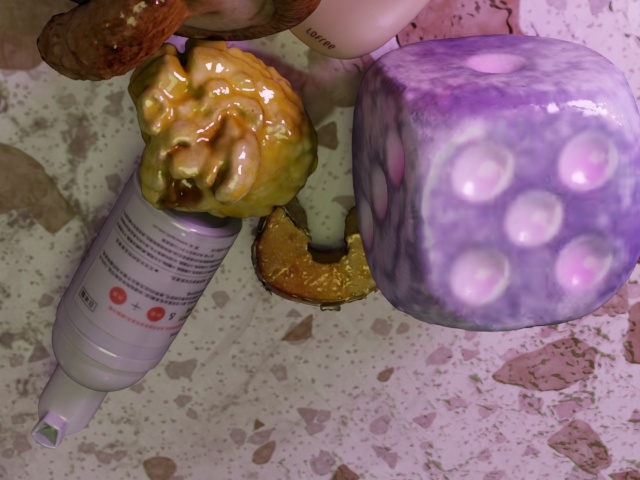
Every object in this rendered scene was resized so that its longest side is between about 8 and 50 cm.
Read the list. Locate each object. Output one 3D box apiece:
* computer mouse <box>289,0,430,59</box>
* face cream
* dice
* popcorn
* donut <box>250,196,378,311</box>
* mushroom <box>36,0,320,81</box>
[{"bbox_3d":[0.058,-0.299,1.978,0.145,0.082,0.236,36,113,-23],"label":"computer mouse"},{"bbox_3d":[-0.241,0.088,2.154,0.145,0.145,0.369,25,117,-19],"label":"face cream"},{"bbox_3d":[0.192,-0.069,1.996,0.270,0.270,0.271,-6,112,-13],"label":"dice"},{"bbox_3d":[-0.110,-0.117,2.001,0.200,0.203,0.226,-16,116,4],"label":"popcorn"},{"bbox_3d":[0.000,0.010,2.170,0.181,0.078,0.146,3,123,-15],"label":"donut"},{"bbox_3d":[-0.148,-0.317,1.833,0.345,0.345,0.239,-20,86,7],"label":"mushroom"}]
